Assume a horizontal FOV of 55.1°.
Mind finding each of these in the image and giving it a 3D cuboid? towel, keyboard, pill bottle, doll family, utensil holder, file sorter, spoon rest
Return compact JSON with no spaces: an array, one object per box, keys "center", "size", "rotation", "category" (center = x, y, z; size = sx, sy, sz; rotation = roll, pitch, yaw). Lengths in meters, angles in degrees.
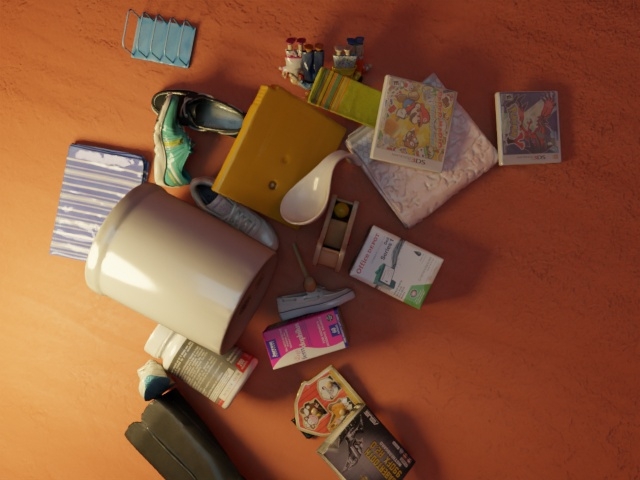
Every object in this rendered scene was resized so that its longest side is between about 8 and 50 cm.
[{"center":[0.090,-0.375,1.647],"size":[0.237,0.021,0.102],"rotation":[18,111,-16],"category":"towel"},{"center":[-0.001,0.477,1.763],"size":[0.180,0.023,0.108],"rotation":[-39,96,2],"category":"keyboard"},{"center":[-0.331,0.324,1.704],"size":[0.283,0.161,0.161],"rotation":[33,92,1],"category":"pill bottle"},{"center":[0.011,-0.455,1.680],"size":[0.263,0.118,0.163],"rotation":[1,133,3],"category":"doll family"},{"center":[-0.641,-0.099,1.771],"size":[0.243,0.040,0.336],"rotation":[12,92,3],"category":"towel"},{"center":[0.284,-0.252,1.721],"size":[0.332,0.053,0.317],"rotation":[-37,90,4],"category":"towel"},{"center":[-0.350,0.079,1.601],"size":[0.385,0.327,0.328],"rotation":[28,92,7],"category":"utensil holder"},{"center":[-0.452,-0.567,1.720],"size":[0.170,0.104,0.118],"rotation":[12,92,2],"category":"file sorter"},{"center":[0.000,-0.149,1.654],"size":[0.137,0.084,0.276],"rotation":[27,66,36],"category":"spoon rest"}]

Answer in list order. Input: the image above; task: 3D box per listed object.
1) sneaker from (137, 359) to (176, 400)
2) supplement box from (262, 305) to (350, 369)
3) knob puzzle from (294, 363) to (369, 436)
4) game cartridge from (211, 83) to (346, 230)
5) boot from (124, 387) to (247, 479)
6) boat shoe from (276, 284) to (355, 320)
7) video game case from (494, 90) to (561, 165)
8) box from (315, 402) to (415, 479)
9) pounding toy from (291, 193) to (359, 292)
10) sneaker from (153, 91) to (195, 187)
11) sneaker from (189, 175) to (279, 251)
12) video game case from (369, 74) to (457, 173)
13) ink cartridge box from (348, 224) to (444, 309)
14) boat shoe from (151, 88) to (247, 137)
[{"center":[-0.463,0.378,1.678],"size":[0.087,0.229,0.092],"rotation":[-39,82,-15],"category":"sneaker"},{"center":[-0.039,0.268,1.716],"size":[0.220,0.114,0.111],"rotation":[-18,91,4],"category":"supplement box"},{"center":[0.011,0.475,1.737],"size":[0.213,0.030,0.213],"rotation":[0,97,-2],"category":"knob puzzle"},{"center":[-0.106,-0.224,1.664],"size":[0.285,0.052,0.324],"rotation":[26,89,-36],"category":"game cartridge"},{"center":[-0.395,0.691,1.721],"size":[0.445,0.146,0.367],"rotation":[45,99,3],"category":"boot"},{"center":[-0.018,0.161,1.725],"size":[0.226,0.083,0.076],"rotation":[-18,91,3],"category":"boat shoe"},{"center":[0.576,-0.312,1.700],"size":[0.183,0.023,0.201],"rotation":[-4,91,-11],"category":"video game case"},{"center":[0.126,0.595,1.690],"size":[0.183,0.056,0.231],"rotation":[-43,98,-24],"category":"box"},{"center":[0.000,0.000,1.664],"size":[0.154,0.154,0.270],"rotation":[16,75,2],"category":"pounding toy"},{"center":[-0.402,-0.276,1.703],"size":[0.110,0.107,0.275],"rotation":[4,122,-5],"category":"sneaker"},{"center":[-0.248,-0.061,1.698],"size":[0.305,0.152,0.114],"rotation":[40,91,0],"category":"sneaker"},{"center":[0.252,-0.312,1.657],"size":[0.206,0.026,0.227],"rotation":[10,92,-12],"category":"video game case"},{"center":[0.206,0.071,1.709],"size":[0.219,0.092,0.160],"rotation":[25,92,1],"category":"ink cartridge box"},{"center":[-0.338,-0.365,1.725],"size":[0.302,0.091,0.114],"rotation":[12,92,2],"category":"boat shoe"}]
